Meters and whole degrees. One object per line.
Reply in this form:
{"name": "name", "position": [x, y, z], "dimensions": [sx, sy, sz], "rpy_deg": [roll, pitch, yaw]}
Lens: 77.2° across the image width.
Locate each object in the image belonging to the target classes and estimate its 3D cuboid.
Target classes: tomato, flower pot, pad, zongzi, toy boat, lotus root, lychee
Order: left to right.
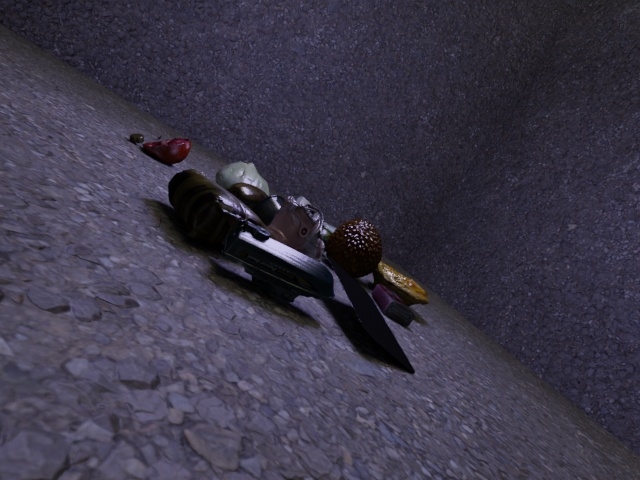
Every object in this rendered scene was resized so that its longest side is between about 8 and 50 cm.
{"name": "tomato", "position": [-0.623, -0.361, 1.644], "dimensions": [0.190, 0.099, 0.173], "rpy_deg": [-6, 23, 0]}
{"name": "zongzi", "position": [-0.246, -0.064, 1.071], "dimensions": [0.288, 0.134, 0.286], "rpy_deg": [25, 13, -45]}
{"name": "lotus root", "position": [-0.288, -0.161, 1.617], "dimensions": [0.123, 0.124, 0.241], "rpy_deg": [47, 12, 21]}
{"name": "flower pot", "position": [-0.177, -0.082, 1.526], "dimensions": [0.107, 0.157, 0.157], "rpy_deg": [51, 15, 29]}
{"name": "toy boat", "position": [-0.089, 0.068, 0.921], "dimensions": [0.296, 0.122, 0.114], "rpy_deg": [31, 13, -20]}
{"name": "pad", "position": [0.093, 0.193, 1.117], "dimensions": [0.315, 0.063, 0.375], "rpy_deg": [45, 9, -30]}
{"name": "lychee", "position": [0.153, 0.028, 1.753], "dimensions": [0.268, 0.267, 0.267], "rpy_deg": [33, 7, -4]}

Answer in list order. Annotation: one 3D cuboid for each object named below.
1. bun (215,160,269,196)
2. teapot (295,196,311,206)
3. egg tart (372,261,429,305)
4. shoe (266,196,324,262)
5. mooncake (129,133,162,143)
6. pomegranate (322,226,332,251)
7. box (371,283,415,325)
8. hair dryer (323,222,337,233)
{"name": "bun", "position": [-0.354, -0.279, 1.922], "dimensions": [0.283, 0.179, 0.283], "rpy_deg": [36, 6, -4]}
{"name": "teapot", "position": [-0.103, -0.122, 2.134], "dimensions": [0.178, 0.163, 0.221], "rpy_deg": [43, -9, -13]}
{"name": "egg tart", "position": [0.351, 0.216, 1.874], "dimensions": [0.341, 0.132, 0.341], "rpy_deg": [34, 8, -5]}
{"name": "shoe", "position": [-0.058, -0.026, 1.421], "dimensions": [0.172, 0.198, 0.351], "rpy_deg": [37, 9, 19]}
{"name": "mooncake", "position": [-0.756, -0.448, 1.773], "dimensions": [0.150, 0.057, 0.347], "rpy_deg": [18, 10, 10]}
{"name": "pomegranate", "position": [0.000, 0.000, 1.896], "dimensions": [0.122, 0.122, 0.161], "rpy_deg": [32, -17, -7]}
{"name": "box", "position": [0.283, 0.251, 1.590], "dimensions": [0.120, 0.069, 0.224], "rpy_deg": [32, 5, -9]}
{"name": "hair dryer", "position": [0.115, 0.032, 2.298], "dimensions": [0.173, 0.107, 0.357], "rpy_deg": [23, 18, -43]}
